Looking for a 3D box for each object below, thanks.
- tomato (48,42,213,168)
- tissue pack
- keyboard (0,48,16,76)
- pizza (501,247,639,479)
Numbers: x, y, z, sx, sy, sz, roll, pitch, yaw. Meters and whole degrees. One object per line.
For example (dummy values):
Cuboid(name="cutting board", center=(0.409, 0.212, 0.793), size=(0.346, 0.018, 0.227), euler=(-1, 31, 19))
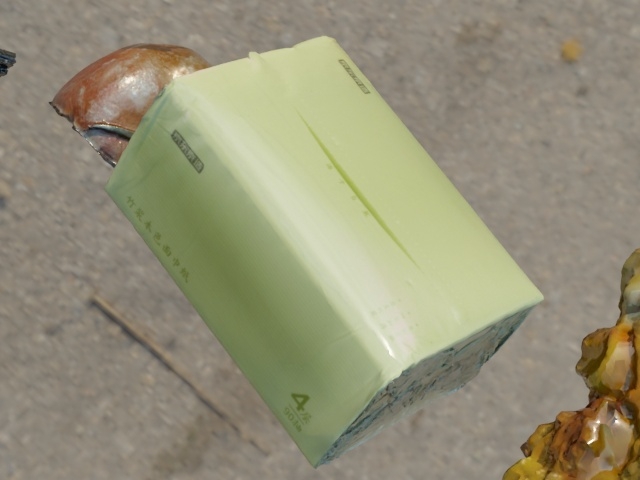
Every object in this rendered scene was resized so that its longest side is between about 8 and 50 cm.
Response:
Cuboid(name="tomato", center=(-0.158, -0.118, 1.680), size=(0.155, 0.180, 0.214), euler=(-47, 113, -5))
Cuboid(name="tissue pack", center=(0.000, 0.000, 1.015), size=(0.159, 0.234, 0.125), euler=(-21, 157, -46))
Cuboid(name="keyboard", center=(-0.361, -0.173, 1.421), size=(0.195, 0.018, 0.060), euler=(16, 145, -43))
Cuboid(name="pizza", center=(0.102, 0.156, 0.624), size=(0.226, 0.086, 0.336), euler=(-18, 124, -24))
